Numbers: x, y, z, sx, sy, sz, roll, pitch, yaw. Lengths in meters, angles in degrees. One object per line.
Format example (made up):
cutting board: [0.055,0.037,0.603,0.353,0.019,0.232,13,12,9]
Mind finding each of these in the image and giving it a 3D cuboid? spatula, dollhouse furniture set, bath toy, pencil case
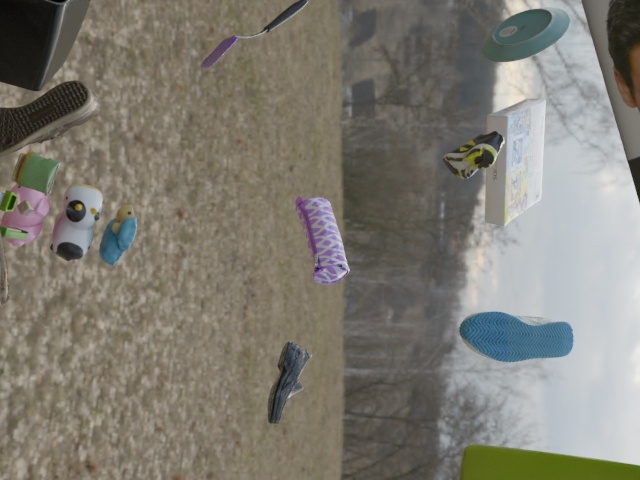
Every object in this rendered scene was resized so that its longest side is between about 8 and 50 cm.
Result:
spatula: [-0.142,-0.460,1.663,0.084,0.296,0.030,18,-42,59]
dollhouse furniture set: [-0.504,-0.079,1.269,0.058,0.076,0.151,25,84,-72]
bath toy: [-0.524,-0.045,1.394,0.129,0.348,0.151,24,-79,64]
pencil case: [0.000,0.000,1.677,0.086,0.088,0.206,-46,-134,38]

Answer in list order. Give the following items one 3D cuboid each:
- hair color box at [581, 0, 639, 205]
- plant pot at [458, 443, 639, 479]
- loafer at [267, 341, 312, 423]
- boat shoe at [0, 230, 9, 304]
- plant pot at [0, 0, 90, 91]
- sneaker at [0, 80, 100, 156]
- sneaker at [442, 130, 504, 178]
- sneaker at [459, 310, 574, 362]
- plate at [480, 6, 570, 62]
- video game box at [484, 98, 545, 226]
hair color box: [0.415,-0.132,0.773,0.113,0.185,0.374,-55,132,-25]
plant pot: [0.211,0.312,0.564,0.207,0.228,0.227,-66,148,-43]
loafer: [-0.063,0.292,1.531,0.062,0.061,0.170,142,-32,-67]
boat shoe: [-0.353,-0.004,0.731,0.190,0.072,0.068,51,-44,38]
plant pot: [-0.470,-0.343,1.175,0.187,0.188,0.167,-86,-167,-56]
sneaker: [-0.376,-0.144,0.985,0.071,0.188,0.066,79,-10,-77]
sneaker: [0.153,-0.085,0.748,0.035,0.031,0.083,-46,-165,-19]
sneaker: [0.334,0.172,1.341,0.092,0.229,0.087,-8,-106,63]
plate: [0.420,-0.435,1.568,0.024,0.188,0.188,57,28,-36]
video game box: [0.367,-0.151,1.425,0.187,0.048,0.205,-29,122,-51]
